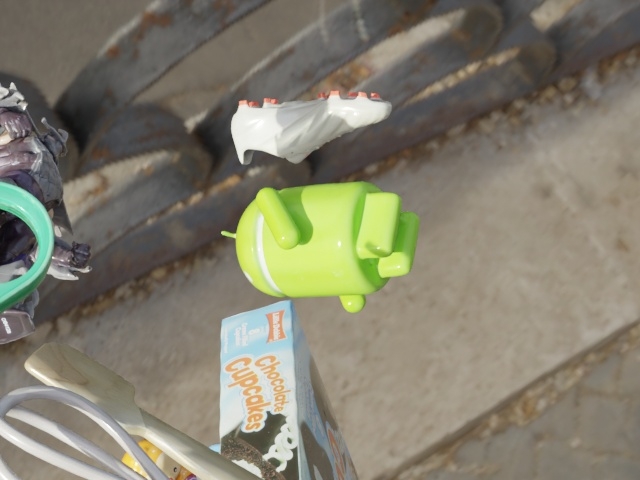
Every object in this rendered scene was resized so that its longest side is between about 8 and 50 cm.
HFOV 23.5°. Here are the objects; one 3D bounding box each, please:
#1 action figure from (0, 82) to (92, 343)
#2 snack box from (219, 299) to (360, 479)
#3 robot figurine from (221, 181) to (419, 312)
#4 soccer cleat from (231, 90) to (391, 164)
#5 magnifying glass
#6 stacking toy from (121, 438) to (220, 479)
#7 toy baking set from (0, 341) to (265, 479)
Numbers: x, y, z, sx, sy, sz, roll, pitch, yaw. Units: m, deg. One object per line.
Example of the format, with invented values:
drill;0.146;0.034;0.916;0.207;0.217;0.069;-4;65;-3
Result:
action figure;-0.262;-0.025;1.309;0.185;0.099;0.285;61;22;-25
snack box;-0.011;0.203;1.005;0.060;0.187;0.322;-16;30;6
robot figurine;0.000;0.000;0.915;0.101;0.115;0.067;41;52;-51
soccer cleat;-0.009;-0.126;1.727;0.068;0.196;0.076;-7;93;-64
magnifying glass;-0.257;0.050;1.062;0.092;0.026;0.231;24;54;-3
stacking toy;-0.114;0.243;1.381;0.165;0.302;0.175;31;73;24
toy baking set;-0.037;0.124;0.589;0.196;0.030;0.256;20;26;-24
